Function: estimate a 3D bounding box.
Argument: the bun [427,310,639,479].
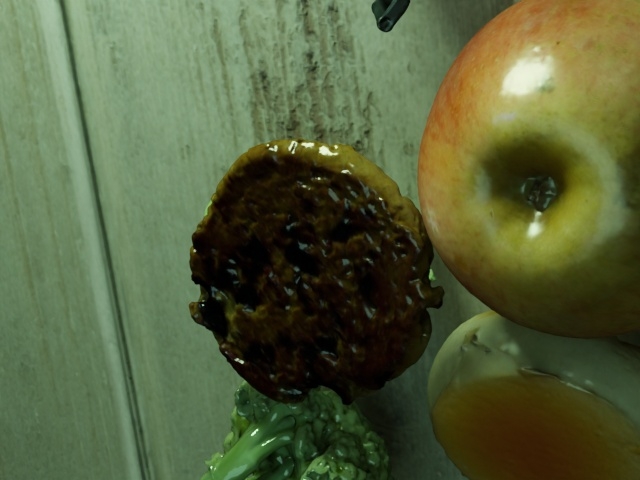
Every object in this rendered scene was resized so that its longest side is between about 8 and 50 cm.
[{"bbox_3d":[0.269,0.172,1.940,0.299,0.165,0.299,16,141,13],"label":"bun"}]

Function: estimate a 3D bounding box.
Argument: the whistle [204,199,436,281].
[{"bbox_3d":[0.000,0.000,1.996,0.288,0.131,0.106,19,142,16],"label":"whistle"}]

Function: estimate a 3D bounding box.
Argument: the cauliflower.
[{"bbox_3d":[-0.054,0.289,2.088,0.281,0.260,0.327,-5,118,-2],"label":"cauliflower"}]

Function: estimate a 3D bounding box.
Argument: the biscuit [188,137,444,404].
[{"bbox_3d":[-0.005,0.037,1.886,0.289,0.081,0.334,44,130,5],"label":"biscuit"}]

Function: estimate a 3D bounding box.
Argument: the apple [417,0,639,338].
[{"bbox_3d":[0.269,-0.071,1.737,0.364,0.364,0.364,9,117,17],"label":"apple"}]

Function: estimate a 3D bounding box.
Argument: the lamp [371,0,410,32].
[{"bbox_3d":[0.081,-0.359,1.796,0.172,0.147,0.227,-29,112,7],"label":"lamp"}]
